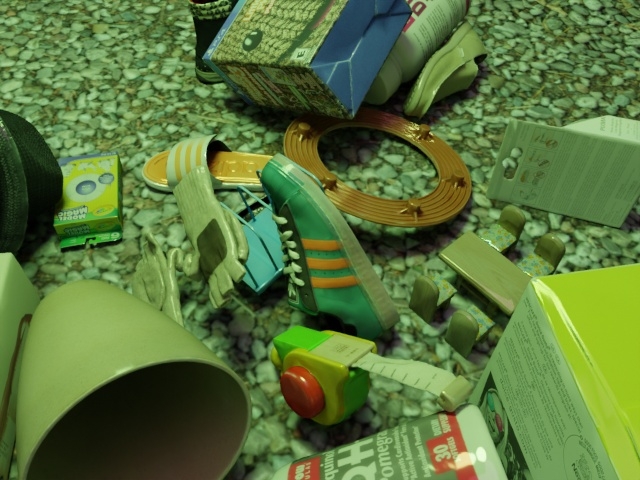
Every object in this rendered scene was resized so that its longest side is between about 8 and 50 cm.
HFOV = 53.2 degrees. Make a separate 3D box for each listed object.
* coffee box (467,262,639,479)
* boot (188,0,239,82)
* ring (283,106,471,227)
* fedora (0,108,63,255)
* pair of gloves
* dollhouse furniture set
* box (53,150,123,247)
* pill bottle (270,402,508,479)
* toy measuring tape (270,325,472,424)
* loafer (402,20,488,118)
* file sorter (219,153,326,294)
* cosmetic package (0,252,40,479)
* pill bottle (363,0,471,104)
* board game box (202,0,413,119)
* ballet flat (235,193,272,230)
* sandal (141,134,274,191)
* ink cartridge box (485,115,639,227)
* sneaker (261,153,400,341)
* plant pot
[{"bbox_3d":[0.390,0.243,0.667,0.337,0.334,0.338,-7,53,-6],"label":"coffee box"},{"bbox_3d":[-0.146,-0.423,1.267,0.236,0.179,0.085,-22,55,-16],"label":"boot"},{"bbox_3d":[0.102,-0.145,1.098,0.336,0.032,0.337,9,40,-8],"label":"ring"},{"bbox_3d":[-0.525,-0.117,1.007,0.334,0.334,0.152,30,27,20],"label":"fedora"},{"bbox_3d":[-0.189,0.038,0.907,0.042,0.240,0.204,10,41,-47],"label":"pair of gloves"},{"bbox_3d":[0.285,0.064,0.912,0.212,0.161,0.242,-34,60,-25],"label":"dollhouse furniture set"},{"bbox_3d":[-0.388,-0.069,1.074,0.105,0.043,0.179,-9,55,-8],"label":"box"},{"bbox_3d":[0.048,0.305,0.680,0.318,0.176,0.176,-21,53,7],"label":"pill bottle"},{"bbox_3d":[0.049,0.186,0.792,0.330,0.121,0.121,7,43,48],"label":"toy measuring tape"},{"bbox_3d":[0.254,-0.328,1.253,0.092,0.102,0.269,36,63,1],"label":"loafer"},{"bbox_3d":[-0.081,-0.031,0.962,0.170,0.104,0.118,-42,52,-16],"label":"file sorter"},{"bbox_3d":[-0.478,0.174,0.829,0.153,0.129,0.296,-4,53,-3],"label":"cosmetic package"},{"bbox_3d":[0.158,-0.412,1.254,0.160,0.160,0.283,32,73,21],"label":"pill bottle"},{"bbox_3d":[-0.027,-0.363,1.136,0.291,0.141,0.232,18,75,43],"label":"board game box"},{"bbox_3d":[-0.097,-0.053,1.062,0.173,0.049,0.057,-37,64,-22],"label":"ballet flat"},{"bbox_3d":[-0.179,-0.143,1.115,0.265,0.076,0.102,0,52,-1],"label":"sandal"},{"bbox_3d":[0.408,-0.123,1.043,0.232,0.189,0.066,17,53,12],"label":"ink cartridge box"},{"bbox_3d":[-0.009,0.030,0.876,0.121,0.302,0.108,-35,18,-7],"label":"sneaker"},{"bbox_3d":[-0.258,0.170,0.788,0.256,0.257,0.274,-26,41,-20],"label":"plant pot"}]
